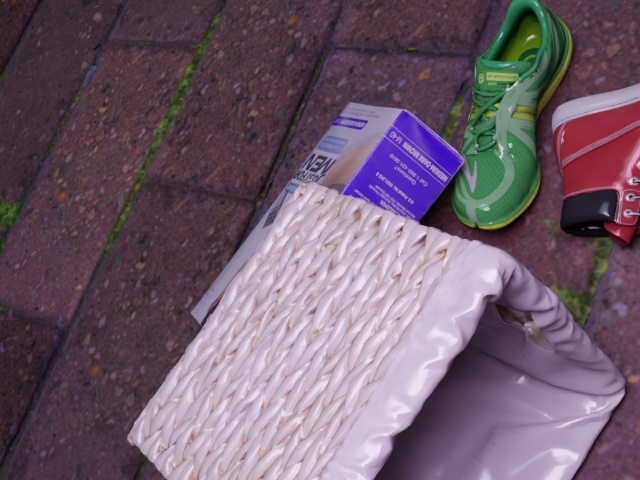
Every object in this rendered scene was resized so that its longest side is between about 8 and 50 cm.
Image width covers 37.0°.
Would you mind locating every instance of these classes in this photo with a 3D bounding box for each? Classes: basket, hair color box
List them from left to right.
[{"bbox_3d":[0.000,0.000,1.135,0.338,0.110,0.185,-55,21,-2],"label":"hair color box"},{"bbox_3d":[0.061,0.161,0.906,0.266,0.328,0.331,30,84,43],"label":"basket"}]

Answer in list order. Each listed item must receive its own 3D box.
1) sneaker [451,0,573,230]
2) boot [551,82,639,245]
[{"bbox_3d":[0.207,-0.152,1.112,0.109,0.123,0.295,5,69,35],"label":"sneaker"},{"bbox_3d":[0.364,-0.086,1.000,0.244,0.088,0.176,-18,57,35],"label":"boot"}]
